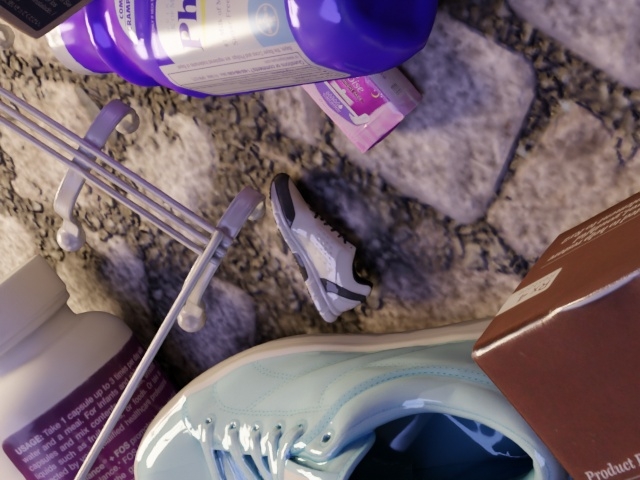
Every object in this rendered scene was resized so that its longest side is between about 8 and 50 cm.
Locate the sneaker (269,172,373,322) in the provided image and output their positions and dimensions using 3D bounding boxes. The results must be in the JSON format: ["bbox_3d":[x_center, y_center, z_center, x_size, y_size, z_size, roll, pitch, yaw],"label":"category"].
[{"bbox_3d":[0.000,0.000,0.805,0.043,0.040,0.109,-25,99,12],"label":"sneaker"}]

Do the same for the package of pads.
[{"bbox_3d":[0.019,-0.100,0.716,0.083,0.032,0.050,48,135,-3],"label":"package of pads"}]

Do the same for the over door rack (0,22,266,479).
[{"bbox_3d":[-0.215,0.039,0.835,0.239,0.108,0.324,33,100,4],"label":"over door rack"}]

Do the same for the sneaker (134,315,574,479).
[{"bbox_3d":[0.004,0.137,0.765,0.366,0.150,0.135,-20,97,28],"label":"sneaker"}]

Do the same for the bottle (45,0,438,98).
[{"bbox_3d":[-0.060,-0.144,0.685,0.283,0.092,0.118,1,85,46],"label":"bottle"}]

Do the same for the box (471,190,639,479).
[{"bbox_3d":[0.282,0.136,0.621,0.381,0.143,0.191,50,136,-7],"label":"box"}]

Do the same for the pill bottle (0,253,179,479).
[{"bbox_3d":[-0.190,0.166,0.962,0.169,0.169,0.301,-26,103,44],"label":"pill bottle"}]

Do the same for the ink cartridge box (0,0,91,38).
[{"bbox_3d":[-0.211,-0.247,0.612,0.088,0.193,0.235,-32,72,7],"label":"ink cartridge box"}]
